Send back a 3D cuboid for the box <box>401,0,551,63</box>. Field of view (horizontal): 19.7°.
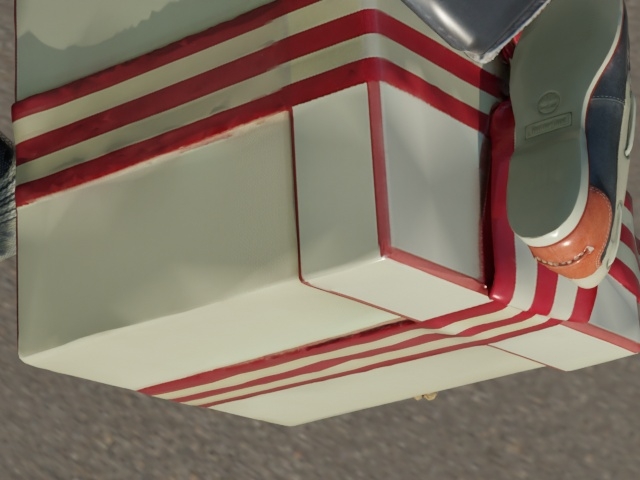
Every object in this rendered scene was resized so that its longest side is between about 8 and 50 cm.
[{"bbox_3d":[-0.090,-0.243,0.582,0.395,0.318,0.097,39,100,-19],"label":"box"}]

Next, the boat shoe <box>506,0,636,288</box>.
[{"bbox_3d":[0.104,-0.047,0.737,0.043,0.049,0.137,39,49,-39],"label":"boat shoe"}]

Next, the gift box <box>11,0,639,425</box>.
[{"bbox_3d":[0.025,-0.055,0.934,0.276,0.258,0.255,12,66,-51],"label":"gift box"}]

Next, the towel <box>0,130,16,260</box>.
[{"bbox_3d":[-0.342,-0.038,1.018,0.312,0.324,0.056,40,39,-56],"label":"towel"}]

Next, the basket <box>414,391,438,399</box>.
[{"bbox_3d":[0.000,0.000,1.805,0.223,0.299,0.213,-1,121,1],"label":"basket"}]
